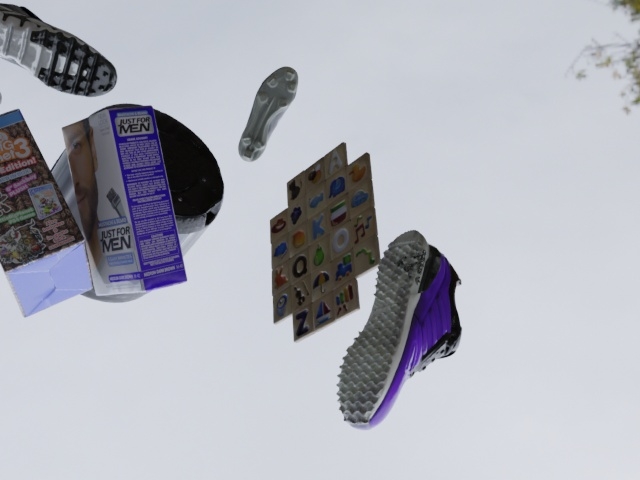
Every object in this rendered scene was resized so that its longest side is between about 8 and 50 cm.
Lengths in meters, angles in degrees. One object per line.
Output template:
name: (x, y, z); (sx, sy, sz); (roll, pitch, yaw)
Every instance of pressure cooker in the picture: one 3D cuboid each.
pressure cooker: (-0.473, -0.062, 1.980); (0.420, 0.370, 0.375); (-47, -166, 35)

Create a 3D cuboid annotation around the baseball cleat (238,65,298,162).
baseball cleat: (-0.109, -0.255, 1.682); (0.206, 0.072, 0.109); (-58, -168, 12)

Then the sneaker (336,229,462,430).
sneaker: (0.131, 0.141, 1.185); (0.102, 0.146, 0.293); (-11, -130, 52)

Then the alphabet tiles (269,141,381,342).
alphabet tiles: (0.000, 0.000, 1.534); (0.285, 0.011, 0.342); (-33, -131, 40)

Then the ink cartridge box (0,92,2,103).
ink cartridge box: (-0.827, -0.343, 1.754); (0.273, 0.198, 0.115); (3, -141, 27)

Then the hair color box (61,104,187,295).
hair color box: (-0.374, -0.071, 1.616); (0.110, 0.339, 0.185); (-12, -177, -43)

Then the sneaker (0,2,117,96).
sneaker: (-0.378, -0.262, 1.117); (0.234, 0.078, 0.106); (18, -155, -16)

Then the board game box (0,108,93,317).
board game box: (-0.545, -0.045, 1.550); (0.141, 0.232, 0.291); (-24, -107, -20)
